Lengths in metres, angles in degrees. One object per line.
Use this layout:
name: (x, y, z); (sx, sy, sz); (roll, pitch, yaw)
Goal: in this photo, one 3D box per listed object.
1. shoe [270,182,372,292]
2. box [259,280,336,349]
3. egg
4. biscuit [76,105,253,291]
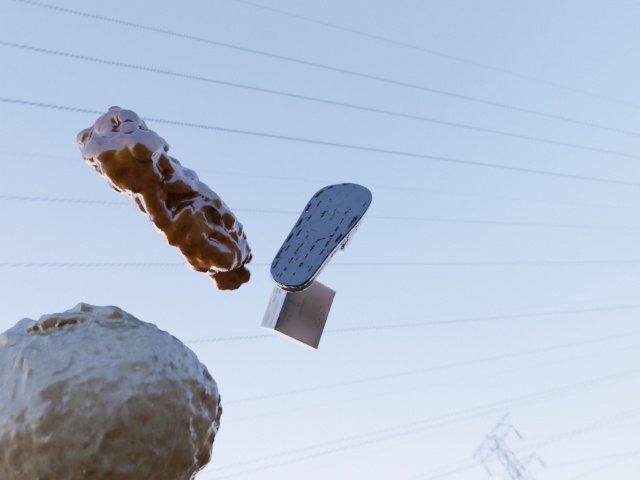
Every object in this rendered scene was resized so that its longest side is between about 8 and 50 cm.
shoe: (0.000, 0.000, 0.770); (0.179, 0.071, 0.049); (-54, -22, -31)
box: (-0.042, 0.139, 1.282); (0.129, 0.051, 0.130); (32, -110, -39)
egg: (-0.268, 0.209, 0.723); (0.310, 0.279, 0.279); (0, -50, -8)
biscuit: (-0.229, -0.066, 0.967); (0.110, 0.318, 0.312); (-43, -70, -8)
